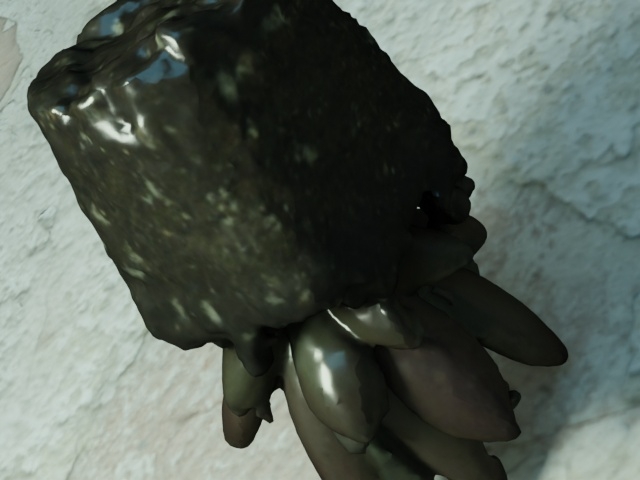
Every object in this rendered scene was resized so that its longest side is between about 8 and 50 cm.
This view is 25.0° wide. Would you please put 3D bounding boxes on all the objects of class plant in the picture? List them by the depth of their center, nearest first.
[{"bbox_3d":[0.000,0.000,0.778,0.194,0.320,0.181,-7,38,47],"label":"plant"}]
